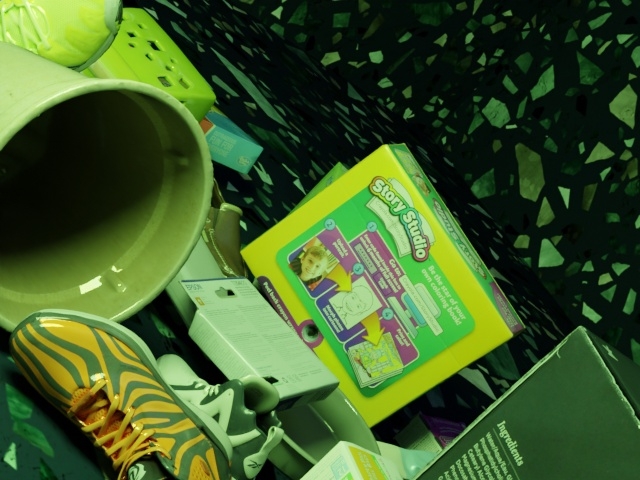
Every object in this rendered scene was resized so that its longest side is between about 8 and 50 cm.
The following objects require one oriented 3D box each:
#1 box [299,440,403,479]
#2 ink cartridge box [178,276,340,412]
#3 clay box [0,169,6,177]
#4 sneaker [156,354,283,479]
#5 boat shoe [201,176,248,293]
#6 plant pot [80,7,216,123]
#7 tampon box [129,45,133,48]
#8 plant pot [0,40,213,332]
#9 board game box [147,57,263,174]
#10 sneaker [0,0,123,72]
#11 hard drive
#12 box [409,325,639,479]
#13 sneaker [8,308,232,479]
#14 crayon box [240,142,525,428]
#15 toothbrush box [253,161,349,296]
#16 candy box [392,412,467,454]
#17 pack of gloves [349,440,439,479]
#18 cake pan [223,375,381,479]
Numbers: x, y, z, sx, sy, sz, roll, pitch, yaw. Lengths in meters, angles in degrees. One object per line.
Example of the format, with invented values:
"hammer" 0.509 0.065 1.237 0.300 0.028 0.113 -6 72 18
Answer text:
"box" 0.010 0.350 1.585 0.103 0.203 0.114 30 21 -41
"ink cartridge box" -0.096 0.147 1.935 0.224 0.045 0.223 48 17 16
"clay box" -0.402 -0.091 1.977 0.127 0.053 0.222 48 17 21
"sneaker" -0.121 0.202 1.735 0.094 0.153 0.235 30 21 -42
"boat shoe" -0.175 -0.024 2.281 0.095 0.095 0.257 26 24 -47
"plant pot" -0.347 -0.233 2.181 0.227 0.228 0.207 50 23 19
"tampon box" -0.446 -0.368 2.451 0.161 0.120 0.101 31 20 -38
"plant pot" -0.353 -0.095 1.667 0.334 0.334 0.305 26 8 -48
"board game box" -0.285 -0.260 2.572 0.316 0.064 0.242 42 12 36
"sneaker" -0.431 -0.256 1.816 0.145 0.384 0.147 64 26 -8
"hard drive" -0.231 -0.022 1.985 0.233 0.047 0.353 -102 166 -63
"box" 0.353 0.437 1.714 0.480 0.472 0.297 32 20 -34
"sneaker" -0.219 0.212 1.526 0.321 0.124 0.180 39 16 -18
"crayon box" 0.097 0.078 2.181 0.363 0.313 0.106 57 18 8
"toothbrush box" 0.000 0.000 2.449 0.122 0.206 0.283 42 15 -8
"candy box" 0.242 0.403 2.254 0.159 0.071 0.233 20 29 -52
"pack of gloves" 0.155 0.398 2.080 0.232 0.046 0.195 14 29 -21
"cake pan" -0.032 0.261 1.985 0.293 0.054 0.293 40 16 -14
